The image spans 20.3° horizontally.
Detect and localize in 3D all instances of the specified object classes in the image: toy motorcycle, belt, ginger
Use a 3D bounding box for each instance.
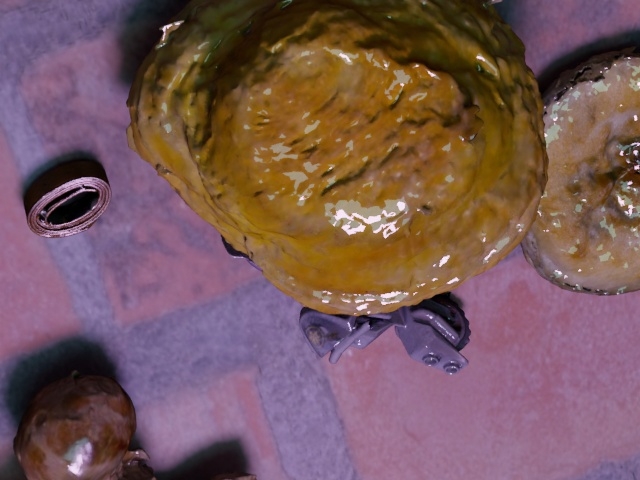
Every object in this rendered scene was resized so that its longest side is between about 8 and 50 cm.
[{"bbox_3d":[0.059,0.075,1.727,0.215,0.122,0.080,23,139,-24],"label":"toy motorcycle"},{"bbox_3d":[-0.231,-0.037,1.641,0.083,0.036,0.059,-29,129,5],"label":"belt"},{"bbox_3d":[-0.175,0.304,1.778,0.375,0.176,0.256,36,91,-28],"label":"ginger"}]

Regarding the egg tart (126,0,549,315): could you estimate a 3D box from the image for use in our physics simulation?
[{"bbox_3d":[0.035,-0.107,1.537,0.339,0.153,0.351,-40,92,-4],"label":"egg tart"}]

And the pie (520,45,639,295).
[{"bbox_3d":[0.300,-0.065,1.741,0.274,0.055,0.274,-6,121,-10],"label":"pie"}]

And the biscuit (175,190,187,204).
[{"bbox_3d":[0.005,-0.065,1.632,0.289,0.038,0.141,-18,78,-3],"label":"biscuit"}]

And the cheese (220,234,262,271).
[{"bbox_3d":[0.000,0.000,1.679,0.191,0.105,0.042,-1,126,-19],"label":"cheese"}]
